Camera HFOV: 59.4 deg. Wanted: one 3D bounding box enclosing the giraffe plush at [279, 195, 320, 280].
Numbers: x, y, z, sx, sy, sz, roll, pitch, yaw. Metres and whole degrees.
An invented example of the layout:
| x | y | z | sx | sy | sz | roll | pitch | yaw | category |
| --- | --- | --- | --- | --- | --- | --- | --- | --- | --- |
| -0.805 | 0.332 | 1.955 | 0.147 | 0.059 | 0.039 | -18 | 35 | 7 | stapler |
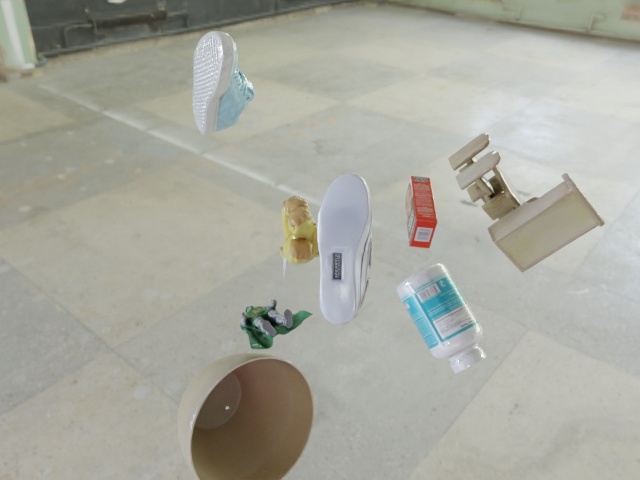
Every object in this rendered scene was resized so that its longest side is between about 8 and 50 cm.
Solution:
| x | y | z | sx | sy | sz | roll | pitch | yaw | category |
| --- | --- | --- | --- | --- | --- | --- | --- | --- | --- |
| 0.000 | 0.000 | 1.324 | 0.171 | 0.210 | 0.181 | -2 | 29 | -12 | giraffe plush |

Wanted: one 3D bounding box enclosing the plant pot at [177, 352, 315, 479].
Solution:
| x | y | z | sx | sy | sz | roll | pitch | yaw | category |
| --- | --- | --- | --- | --- | --- | --- | --- | --- | --- |
| -0.180 | 0.356 | 1.168 | 0.284 | 0.284 | 0.191 | -22 | 19 | -33 | plant pot |

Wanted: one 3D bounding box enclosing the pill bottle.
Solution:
| x | y | z | sx | sy | sz | roll | pitch | yaw | category |
| --- | --- | --- | --- | --- | --- | --- | --- | --- | --- |
| 0.317 | 0.202 | 1.442 | 0.146 | 0.146 | 0.264 | -19 | 73 | -31 | pill bottle |

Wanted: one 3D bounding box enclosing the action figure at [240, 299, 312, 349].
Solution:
| x | y | z | sx | sy | sz | roll | pitch | yaw | category |
| --- | --- | --- | --- | --- | --- | --- | --- | --- | --- |
| -0.119 | 0.164 | 1.174 | 0.137 | 0.063 | 0.232 | -23 | 7 | -21 | action figure |

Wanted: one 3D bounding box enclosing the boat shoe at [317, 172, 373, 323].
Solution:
| x | y | z | sx | sy | sz | roll | pitch | yaw | category |
| --- | --- | --- | --- | --- | --- | --- | --- | --- | --- |
| 0.046 | 0.013 | 0.978 | 0.095 | 0.258 | 0.084 | 11 | 7 | 21 | boat shoe |

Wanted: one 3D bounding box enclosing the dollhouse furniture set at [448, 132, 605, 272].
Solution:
| x | y | z | sx | sy | sz | roll | pitch | yaw | category |
| --- | --- | --- | --- | --- | --- | --- | --- | --- | --- |
| 0.387 | -0.085 | 1.054 | 0.212 | 0.161 | 0.242 | 40 | 26 | -26 | dollhouse furniture set |

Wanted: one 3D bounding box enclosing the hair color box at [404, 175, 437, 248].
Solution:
| x | y | z | sx | sy | sz | roll | pitch | yaw | category |
| --- | --- | --- | --- | --- | --- | --- | --- | --- | --- |
| 0.197 | -0.058 | 1.113 | 0.043 | 0.072 | 0.141 | 6 | 41 | -1 | hair color box |

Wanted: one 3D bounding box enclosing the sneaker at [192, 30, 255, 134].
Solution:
| x | y | z | sx | sy | sz | roll | pitch | yaw | category |
| --- | --- | --- | --- | --- | --- | --- | --- | --- | --- |
| -0.236 | -0.407 | 1.431 | 0.150 | 0.366 | 0.135 | -21 | 80 | -23 | sneaker |
